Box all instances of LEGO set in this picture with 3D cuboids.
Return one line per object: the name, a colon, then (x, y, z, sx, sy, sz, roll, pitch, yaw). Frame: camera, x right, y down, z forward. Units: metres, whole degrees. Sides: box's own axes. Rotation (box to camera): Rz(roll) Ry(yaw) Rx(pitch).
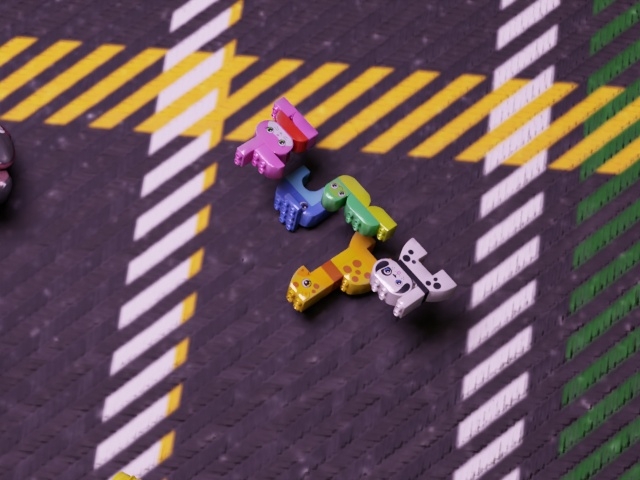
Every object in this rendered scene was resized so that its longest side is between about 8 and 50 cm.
LEGO set: (0.000, 0.000, 1.493, 0.093, 0.087, 0.227, -33, 70, -25)

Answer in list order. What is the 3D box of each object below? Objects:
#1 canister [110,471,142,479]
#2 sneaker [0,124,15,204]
canister: (-0.117, 0.279, 1.403, 0.170, 0.073, 0.126, 27, 73, 11)
sneaker: (-0.345, -0.070, 1.475, 0.163, 0.106, 0.281, 32, 29, 5)
